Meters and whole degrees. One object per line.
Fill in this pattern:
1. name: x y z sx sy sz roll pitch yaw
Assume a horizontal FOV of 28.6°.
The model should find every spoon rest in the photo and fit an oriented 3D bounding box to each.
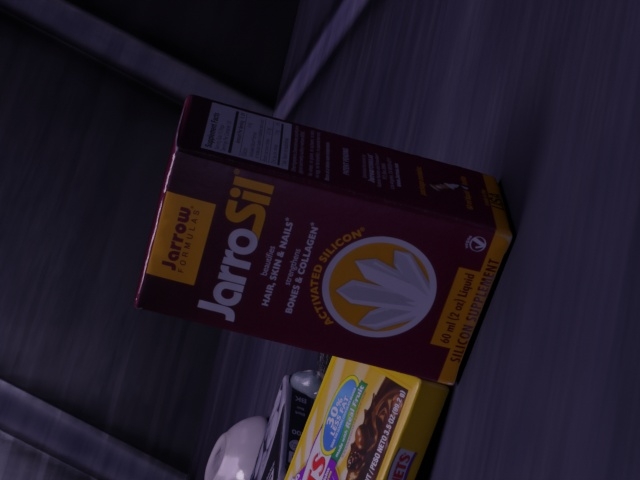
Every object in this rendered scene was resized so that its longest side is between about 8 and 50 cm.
1. spoon rest: -0.128 0.337 1.659 0.276 0.084 0.137 -54 20 37

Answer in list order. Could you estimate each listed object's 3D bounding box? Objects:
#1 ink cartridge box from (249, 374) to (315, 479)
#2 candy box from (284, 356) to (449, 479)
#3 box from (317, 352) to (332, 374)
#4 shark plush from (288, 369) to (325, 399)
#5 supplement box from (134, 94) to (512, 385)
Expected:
1. ink cartridge box: -0.046 0.268 1.169 0.208 0.045 0.206 -89 15 -58
2. candy box: 0.007 0.166 0.765 0.105 0.027 0.206 25 95 63
3. box: 0.016 0.090 1.127 0.067 0.018 0.083 -86 13 -59
4. shark plush: 0.044 0.112 0.839 0.161 0.073 0.067 -23 70 56
5. supplement box: 0.000 0.000 0.710 0.081 0.188 0.104 -90 16 -64
